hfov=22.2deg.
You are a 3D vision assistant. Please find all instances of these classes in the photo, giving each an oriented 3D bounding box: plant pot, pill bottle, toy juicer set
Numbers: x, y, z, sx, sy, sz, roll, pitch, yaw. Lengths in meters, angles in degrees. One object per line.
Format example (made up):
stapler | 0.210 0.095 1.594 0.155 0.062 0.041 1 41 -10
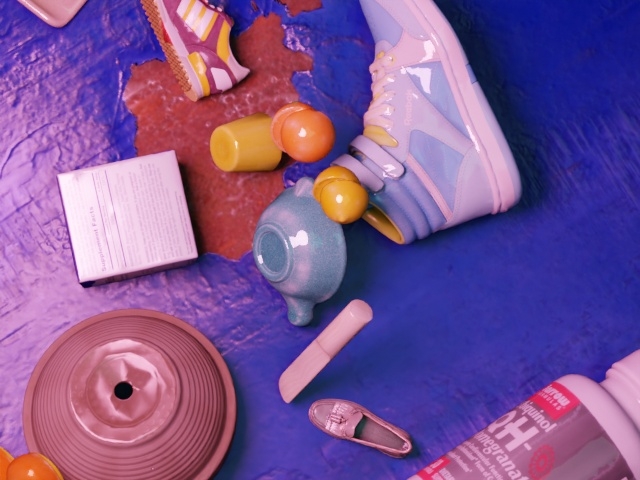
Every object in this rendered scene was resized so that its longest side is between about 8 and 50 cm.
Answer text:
plant pot | -0.209 0.176 1.770 0.237 0.110 0.237 1 68 -1
pill bottle | 0.261 0.258 1.798 0.318 0.176 0.176 -33 88 -8
toy juicer set | 0.000 0.000 1.797 0.089 0.209 0.329 -13 86 -40

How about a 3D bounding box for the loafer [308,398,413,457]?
loafer | 0.048 0.211 1.852 0.125 0.039 0.045 22 83 -3

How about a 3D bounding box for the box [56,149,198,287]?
box | -0.217 -0.023 1.837 0.137 0.072 0.126 -12 85 -7

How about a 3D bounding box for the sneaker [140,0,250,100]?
sneaker | -0.148 -0.256 1.878 0.084 0.069 0.185 -23 92 -16

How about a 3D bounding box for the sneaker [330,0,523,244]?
sneaker | 0.074 -0.143 1.852 0.208 0.127 0.319 -27 86 -9

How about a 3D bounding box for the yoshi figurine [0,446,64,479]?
yoshi figurine | -0.439 0.339 1.675 0.203 0.203 0.362 34 58 25

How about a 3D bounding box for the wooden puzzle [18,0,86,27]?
wooden puzzle | -0.314 -0.399 1.884 0.221 0.044 0.239 38 81 0
